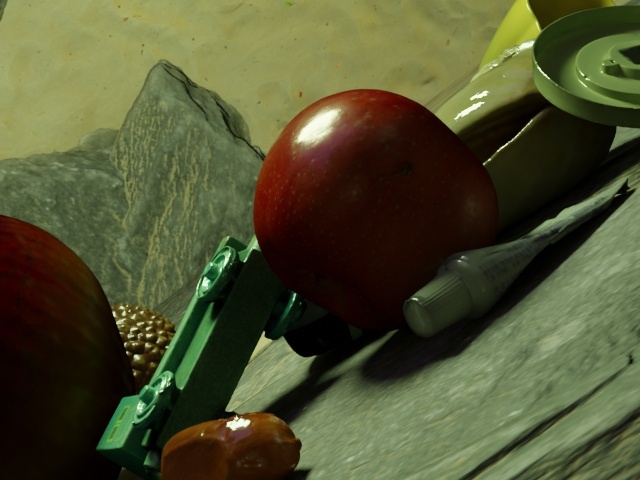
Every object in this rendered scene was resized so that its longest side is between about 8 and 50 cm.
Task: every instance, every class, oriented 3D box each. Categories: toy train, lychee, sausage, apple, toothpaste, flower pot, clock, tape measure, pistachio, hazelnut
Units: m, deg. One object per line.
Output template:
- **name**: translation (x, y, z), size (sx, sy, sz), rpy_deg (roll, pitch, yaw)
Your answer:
- **toy train**: translation (-0.131, 0.134, 1.748), size (0.298, 0.120, 0.194), rpy_deg (-64, 17, -19)
- **lychee**: translation (-0.315, 0.186, 2.336), size (0.238, 0.200, 0.200), rpy_deg (-10, 20, 30)
- **sausage**: translation (-0.092, 0.209, 1.476), size (0.179, 0.089, 0.089), rpy_deg (-26, 12, 45)
- **apple**: translation (0.055, -0.031, 1.646), size (0.216, 0.260, 0.260), rpy_deg (-52, 11, -15)
- **toothpaste**: translation (0.191, 0.014, 1.556), size (0.282, 0.068, 0.099), rpy_deg (-33, 31, -33)
- **flower pot**: translation (0.338, -0.271, 2.324), size (0.195, 0.195, 0.179), rpy_deg (-42, -4, -44)
- **clock**: translation (0.344, -0.190, 1.679), size (0.235, 0.029, 0.235), rpy_deg (-3, 35, 2)
- **tape measure**: translation (0.029, 0.058, 1.845), size (0.181, 0.107, 0.182), rpy_deg (-32, 7, -27)
- **pistachio**: translation (0.220, -0.108, 1.814), size (0.288, 0.166, 0.197), rpy_deg (-37, -19, 29)
- **hazelnut**: translation (-0.407, 0.162, 1.899), size (0.402, 0.402, 0.429), rpy_deg (-34, 33, 16)

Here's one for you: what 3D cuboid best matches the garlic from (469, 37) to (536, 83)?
- **garlic**: translation (0.285, -0.189, 2.076), size (0.228, 0.152, 0.228), rpy_deg (-41, 3, 3)
